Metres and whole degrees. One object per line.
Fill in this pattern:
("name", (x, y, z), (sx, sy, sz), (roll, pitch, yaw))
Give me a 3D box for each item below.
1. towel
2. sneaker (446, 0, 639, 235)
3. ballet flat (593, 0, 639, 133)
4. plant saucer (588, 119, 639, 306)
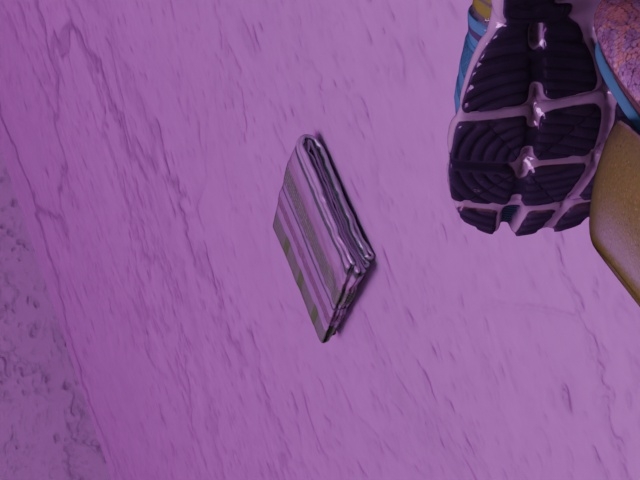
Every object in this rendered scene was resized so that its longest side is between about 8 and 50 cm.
("towel", (0.000, 0.000, 1.314), (0.152, 0.023, 0.113), (110, 142, -66))
("sneaker", (0.109, -0.119, 0.790), (0.110, 0.107, 0.275), (-98, 10, -50))
("ballet flat", (0.209, -0.012, 0.581), (0.316, 0.108, 0.106), (54, 135, 32))
("plant saucer", (0.168, 0.061, 0.643), (0.241, 0.037, 0.241), (52, -174, -8))
